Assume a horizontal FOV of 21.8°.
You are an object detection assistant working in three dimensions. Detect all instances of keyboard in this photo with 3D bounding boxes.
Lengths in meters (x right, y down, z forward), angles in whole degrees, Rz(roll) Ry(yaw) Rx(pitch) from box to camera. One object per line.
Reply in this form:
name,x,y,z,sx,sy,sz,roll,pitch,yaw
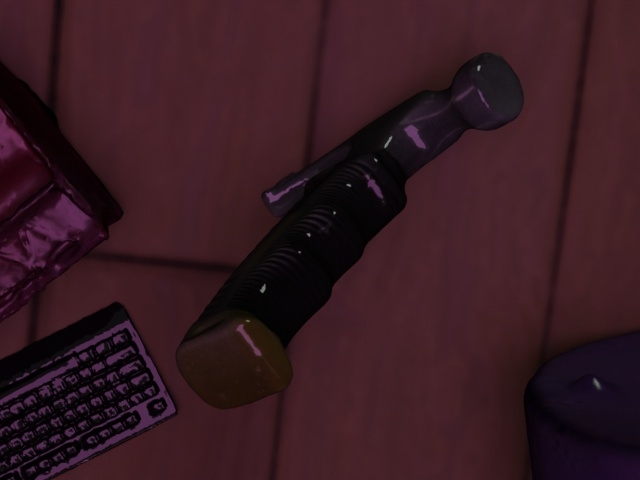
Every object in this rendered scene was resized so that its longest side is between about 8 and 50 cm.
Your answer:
keyboard,-0.181,0.108,0.923,0.196,0.015,0.074,-26,99,2

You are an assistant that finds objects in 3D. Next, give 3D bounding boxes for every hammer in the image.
hammer,0.000,0.000,0.811,0.159,0.226,0.041,-30,106,42

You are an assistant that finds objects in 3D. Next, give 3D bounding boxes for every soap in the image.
soap,-0.249,0.004,0.860,0.250,0.099,0.162,-37,99,4

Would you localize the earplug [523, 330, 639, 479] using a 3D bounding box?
earplug,0.226,0.283,0.878,0.215,0.215,0.455,-5,103,-1
